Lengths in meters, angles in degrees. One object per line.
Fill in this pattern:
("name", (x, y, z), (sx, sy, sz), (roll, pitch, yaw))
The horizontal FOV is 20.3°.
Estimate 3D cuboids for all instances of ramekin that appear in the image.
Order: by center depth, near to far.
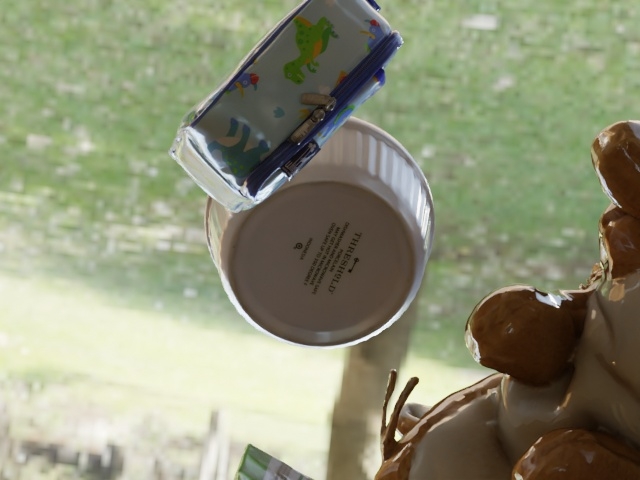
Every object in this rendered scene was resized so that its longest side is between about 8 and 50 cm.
("ramekin", (0.000, 0.000, 2.037), (0.272, 0.273, 0.127), (7, -155, -4))

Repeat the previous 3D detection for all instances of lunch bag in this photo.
("lunch bag", (-0.025, -0.108, 1.356), (0.090, 0.176, 0.219), (44, 170, -3))

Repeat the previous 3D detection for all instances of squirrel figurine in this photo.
("squirrel figurine", (0.231, 0.127, 1.336), (0.370, 0.281, 0.397), (-43, 160, 30))

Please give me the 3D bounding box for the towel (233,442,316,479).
("towel", (-0.028, 0.295, 1.998), (0.152, 0.023, 0.113), (31, -151, -8))
